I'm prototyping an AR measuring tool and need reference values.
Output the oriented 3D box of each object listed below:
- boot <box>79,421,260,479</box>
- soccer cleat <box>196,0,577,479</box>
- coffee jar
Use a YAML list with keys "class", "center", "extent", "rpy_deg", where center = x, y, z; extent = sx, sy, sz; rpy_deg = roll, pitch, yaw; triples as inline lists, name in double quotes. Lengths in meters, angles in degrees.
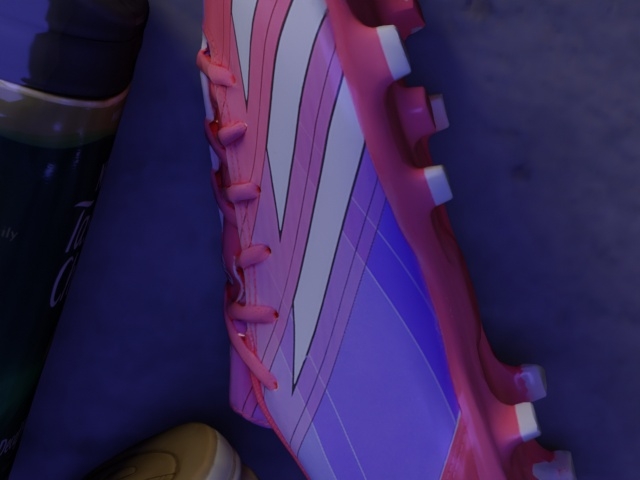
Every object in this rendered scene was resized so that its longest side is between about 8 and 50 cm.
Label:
- class: "boot"
  center: [-0.051, 0.202, 0.580]
  extent: [0.203, 0.095, 0.262]
  rpy_deg: [38, 102, -9]
- class: "soccer cleat"
  center: [0.000, 0.000, 0.545]
  extent: [0.095, 0.083, 0.248]
  rpy_deg: [-18, 104, 12]
- class: "coffee jar"
  center: [-0.109, -0.003, 0.540]
  extent: [0.079, 0.096, 0.184]
  rpy_deg: [18, 104, -3]
